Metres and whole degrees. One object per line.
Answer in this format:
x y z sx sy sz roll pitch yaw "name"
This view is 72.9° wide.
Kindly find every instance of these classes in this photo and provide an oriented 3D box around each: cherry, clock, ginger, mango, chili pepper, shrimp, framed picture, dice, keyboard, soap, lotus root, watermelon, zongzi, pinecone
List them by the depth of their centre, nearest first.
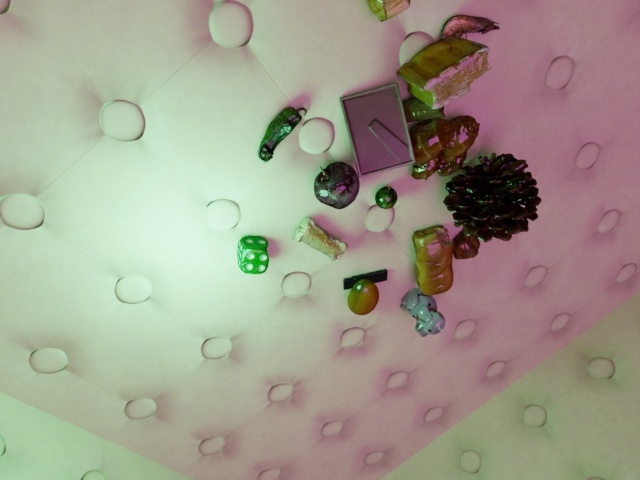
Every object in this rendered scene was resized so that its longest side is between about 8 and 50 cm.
0.448 -0.623 1.584 0.259 0.281 0.143 -32 120 11 "soap"
-0.154 -0.411 1.648 0.100 0.074 0.257 32 109 -33 "chili pepper"
0.579 -0.800 1.684 0.251 0.052 0.143 -4 130 -7 "shrimp"
0.226 -0.430 1.704 0.241 0.020 0.324 -17 101 -1 "framed picture"
0.402 -0.567 1.754 0.205 0.204 0.094 -4 144 29 "zongzi"
0.072 -0.223 1.764 0.195 0.195 0.195 -8 120 -14 "cherry"
0.481 -0.391 1.824 0.358 0.152 0.274 -9 140 -13 "ginger"
-0.284 0.061 1.829 0.120 0.131 0.128 3 119 -19 "dice"
0.728 -0.197 1.859 0.398 0.397 0.397 -8 120 -14 "pinecone"
0.289 -0.192 1.897 0.109 0.109 0.108 -8 120 -14 "watermelon"
0.212 0.272 2.103 0.152 0.120 0.221 -3 133 -20 "mango"
0.220 0.191 2.133 0.231 0.023 0.072 -11 128 -11 "keyboard"
0.730 0.026 2.167 0.159 0.095 0.135 -40 119 -1 "lotus root"
0.544 0.383 2.212 0.189 0.254 0.188 -8 125 -11 "clock"

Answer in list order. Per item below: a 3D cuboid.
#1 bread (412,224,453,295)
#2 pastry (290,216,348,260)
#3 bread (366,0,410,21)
0.553 0.102 2.114 0.195 0.148 0.343 -18 122 -9 "bread"
0.002 -0.005 1.911 0.259 0.089 0.121 28 111 -30 "pastry"
0.203 -0.870 1.443 0.133 0.179 0.250 -32 114 11 "bread"
